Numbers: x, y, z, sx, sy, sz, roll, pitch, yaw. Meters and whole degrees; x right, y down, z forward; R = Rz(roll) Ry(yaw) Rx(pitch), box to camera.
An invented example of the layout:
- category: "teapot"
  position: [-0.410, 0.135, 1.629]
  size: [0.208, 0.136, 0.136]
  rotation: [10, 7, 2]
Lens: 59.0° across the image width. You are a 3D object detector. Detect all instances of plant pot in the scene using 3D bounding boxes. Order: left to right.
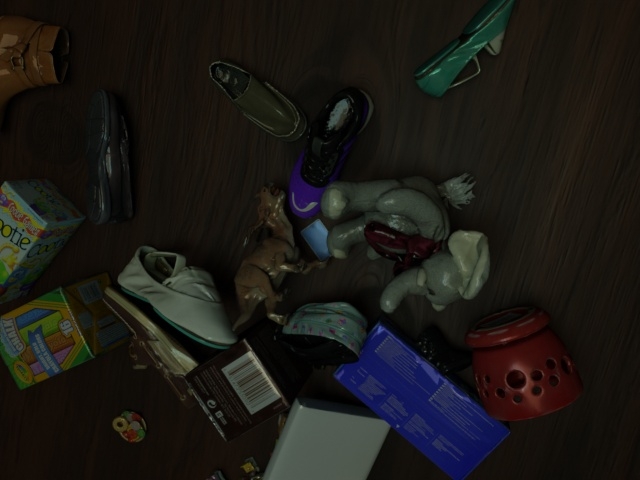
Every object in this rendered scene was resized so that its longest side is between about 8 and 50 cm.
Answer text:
- category: "plant pot"
  position: [0.384, 0.231, 1.098]
  size: [0.191, 0.191, 0.174]
  rotation: [-20, 91, 15]

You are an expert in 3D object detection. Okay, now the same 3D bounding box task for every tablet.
- category: "tablet"
  position: [0.000, 0.000, 1.245]
  size: [0.054, 0.006, 0.083]
  rotation: [-36, 90, 15]

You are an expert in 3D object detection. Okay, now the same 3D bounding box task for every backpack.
- category: "backpack"
  position: [0.010, 0.195, 1.180]
  size: [0.152, 0.115, 0.181]
  rotation: [36, 149, -32]

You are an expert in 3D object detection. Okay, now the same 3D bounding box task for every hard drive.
- category: "hard drive"
  position: [-0.009, 0.518, 1.245]
  size: [0.232, 0.047, 0.353]
  rotation: [16, 104, -24]

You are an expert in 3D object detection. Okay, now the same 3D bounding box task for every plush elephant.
- category: "plush elephant"
  position: [0.179, 0.025, 1.074]
  size: [0.329, 0.272, 0.256]
  rotation: [-14, 68, -9]

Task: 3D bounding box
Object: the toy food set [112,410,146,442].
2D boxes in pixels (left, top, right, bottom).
- category: "toy food set"
  position: [-0.472, 0.464, 1.411]
  size: [0.082, 0.020, 0.083]
  rotation: [-33, 89, 15]

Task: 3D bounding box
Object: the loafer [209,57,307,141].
- category: "loafer"
  position: [-0.142, -0.295, 1.193]
  size: [0.251, 0.087, 0.094]
  rotation: [35, 104, 6]

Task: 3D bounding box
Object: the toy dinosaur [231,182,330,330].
- category: "toy dinosaur"
  position: [-0.119, 0.050, 1.179]
  size: [0.200, 0.127, 0.296]
  rotation: [28, 76, 21]

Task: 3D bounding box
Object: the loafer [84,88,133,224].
- category: "loafer"
  position: [-0.478, -0.188, 1.297]
  size: [0.109, 0.095, 0.303]
  rotation: [6, 96, 42]

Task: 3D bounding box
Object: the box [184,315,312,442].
- category: "box"
  position: [-0.147, 0.288, 1.218]
  size: [0.167, 0.203, 0.169]
  rotation: [-34, 89, 15]

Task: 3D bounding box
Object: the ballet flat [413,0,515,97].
- category: "ballet flat"
  position: [0.295, -0.373, 1.097]
  size: [0.247, 0.083, 0.087]
  rotation: [-42, 112, 15]

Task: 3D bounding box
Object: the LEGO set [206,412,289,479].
- category: "LEGO set"
  position: [-0.137, 0.532, 1.300]
  size: [0.287, 0.107, 0.132]
  rotation: [-43, 87, 15]

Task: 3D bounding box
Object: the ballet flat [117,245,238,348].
- category: "ballet flat"
  position: [-0.303, 0.099, 1.197]
  size: [0.400, 0.139, 0.139]
  rotation: [20, 104, 43]

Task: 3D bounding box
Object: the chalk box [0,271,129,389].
- category: "chalk box"
  position: [-0.625, 0.220, 1.331]
  size: [0.288, 0.180, 0.179]
  rotation: [-25, 92, 16]

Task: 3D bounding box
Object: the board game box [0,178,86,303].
- category: "board game box"
  position: [-0.718, 0.003, 1.338]
  size: [0.144, 0.142, 0.275]
  rotation: [43, 105, 4]

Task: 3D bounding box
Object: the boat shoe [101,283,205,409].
- category: "boat shoe"
  position: [-0.389, 0.247, 1.298]
  size: [0.342, 0.123, 0.123]
  rotation: [44, 85, -3]

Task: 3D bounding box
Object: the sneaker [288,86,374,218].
- category: "sneaker"
  position: [0.002, -0.179, 1.147]
  size: [0.102, 0.146, 0.294]
  rotation: [28, 103, 8]

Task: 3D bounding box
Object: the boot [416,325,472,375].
- category: "boot"
  position: [0.263, 0.227, 1.187]
  size: [0.099, 0.121, 0.045]
  rotation: [57, 132, 30]

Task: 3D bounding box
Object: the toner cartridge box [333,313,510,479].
- category: "toner cartridge box"
  position: [0.213, 0.333, 1.210]
  size: [0.347, 0.075, 0.165]
  rotation: [40, 103, 4]

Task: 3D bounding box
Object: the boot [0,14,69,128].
- category: "boot"
  position: [-0.693, -0.372, 1.311]
  size: [0.219, 0.109, 0.284]
  rotation: [9, 93, 7]
